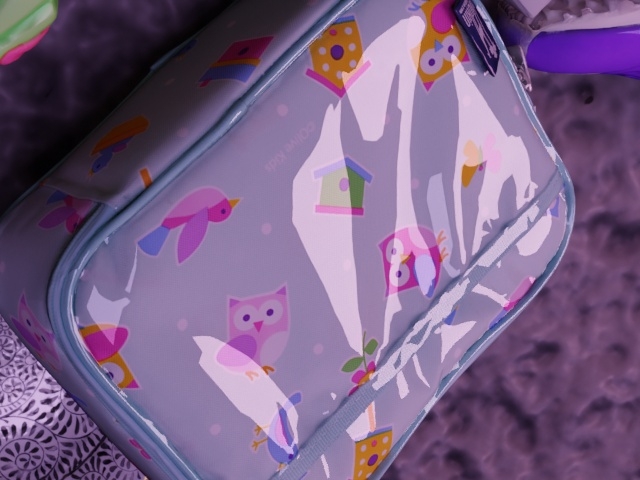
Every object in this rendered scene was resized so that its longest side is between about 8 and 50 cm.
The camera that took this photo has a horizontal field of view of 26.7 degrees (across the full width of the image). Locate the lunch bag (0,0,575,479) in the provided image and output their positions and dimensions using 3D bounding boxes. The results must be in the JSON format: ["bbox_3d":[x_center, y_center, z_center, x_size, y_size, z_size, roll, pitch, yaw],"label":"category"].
[{"bbox_3d":[0.000,0.000,0.667,0.279,0.108,0.224,-45,120,-18],"label":"lunch bag"}]

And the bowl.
[{"bbox_3d":[-0.168,0.075,0.709,0.170,0.080,0.170,-9,115,-20],"label":"bowl"}]

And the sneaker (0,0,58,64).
[{"bbox_3d":[-0.082,-0.240,0.523,0.483,0.185,0.202,-38,125,3],"label":"sneaker"}]

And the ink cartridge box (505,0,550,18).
[{"bbox_3d":[0.102,-0.221,0.621,0.176,0.128,0.127,-44,120,6],"label":"ink cartridge box"}]

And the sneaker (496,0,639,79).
[{"bbox_3d":[0.239,-0.095,0.743,0.294,0.102,0.146,-9,119,-13],"label":"sneaker"}]
